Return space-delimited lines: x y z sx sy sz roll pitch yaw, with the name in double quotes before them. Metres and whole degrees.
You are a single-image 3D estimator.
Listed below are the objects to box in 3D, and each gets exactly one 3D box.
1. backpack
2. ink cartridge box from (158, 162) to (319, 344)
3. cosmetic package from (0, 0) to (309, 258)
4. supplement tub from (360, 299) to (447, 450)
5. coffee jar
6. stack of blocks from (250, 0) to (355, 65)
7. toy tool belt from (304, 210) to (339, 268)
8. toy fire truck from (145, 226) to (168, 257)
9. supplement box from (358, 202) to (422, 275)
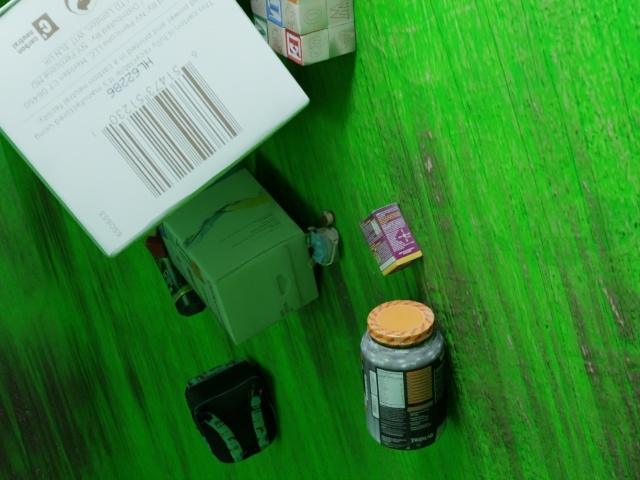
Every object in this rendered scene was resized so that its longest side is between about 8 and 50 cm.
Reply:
"backpack" -0.169 0.339 2.248 0.117 0.158 0.173 44 157 57
"ink cartridge box" -0.140 0.013 1.881 0.233 0.168 0.171 47 161 38
"cosmetic package" -0.257 -0.222 1.566 0.327 0.329 0.393 51 178 -12
"supplement tub" 0.116 0.186 1.602 0.117 0.117 0.190 35 138 50
"coffee jar" -0.281 0.059 2.335 0.184 0.079 0.096 63 154 12
"stack of blocks" -0.043 -0.400 1.513 0.171 0.087 0.297 37 140 49
"toy tool belt" 0.000 0.000 1.768 0.052 0.051 0.083 34 137 50
"toy fire truck" -0.253 -0.045 2.019 0.192 0.135 0.047 78 -162 -48
"supplement box" 0.096 -0.001 1.587 0.083 0.043 0.055 64 154 8
